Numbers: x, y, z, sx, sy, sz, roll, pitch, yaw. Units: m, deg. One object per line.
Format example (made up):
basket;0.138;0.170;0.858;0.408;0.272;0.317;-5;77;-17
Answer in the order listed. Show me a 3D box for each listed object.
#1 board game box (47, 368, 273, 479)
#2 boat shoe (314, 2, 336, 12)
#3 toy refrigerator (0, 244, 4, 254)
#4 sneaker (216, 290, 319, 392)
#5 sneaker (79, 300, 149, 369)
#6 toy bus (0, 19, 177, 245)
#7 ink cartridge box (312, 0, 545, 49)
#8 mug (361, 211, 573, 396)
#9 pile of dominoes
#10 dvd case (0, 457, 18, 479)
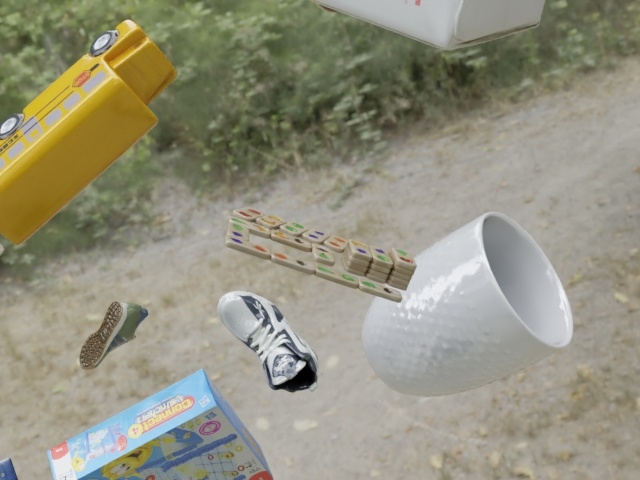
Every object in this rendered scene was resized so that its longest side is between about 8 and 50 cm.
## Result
board game box;-0.276;0.405;1.706;0.302;0.308;0.086;-28;48;-2
boat shoe;0.055;-0.530;1.752;0.089;0.104;0.285;3;55;52
toy refrigerator;-0.692;0.077;1.696;0.102;0.094;0.269;-17;30;31
sneaker;-0.085;0.191;1.704;0.094;0.235;0.153;-40;19;0
sneaker;-0.425;0.202;1.987;0.086;0.064;0.192;7;-51;-45
toy bus;-0.346;-0.155;1.338;0.333;0.108;0.130;-42;41;-3
ink cartridge box;0.034;-0.364;0.849;0.385;0.279;0.160;30;35;32
mug;0.282;0.154;1.791;0.328;0.276;0.374;-34;-35;31
pile of dominoes;0.000;0.000;1.252;0.251;0.040;0.196;19;15;-10
dvd case;-0.656;0.530;1.737;0.253;0.180;0.022;-19;-1;-41
